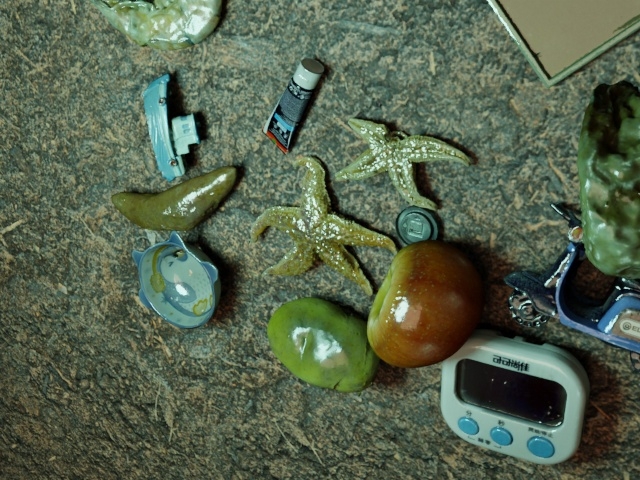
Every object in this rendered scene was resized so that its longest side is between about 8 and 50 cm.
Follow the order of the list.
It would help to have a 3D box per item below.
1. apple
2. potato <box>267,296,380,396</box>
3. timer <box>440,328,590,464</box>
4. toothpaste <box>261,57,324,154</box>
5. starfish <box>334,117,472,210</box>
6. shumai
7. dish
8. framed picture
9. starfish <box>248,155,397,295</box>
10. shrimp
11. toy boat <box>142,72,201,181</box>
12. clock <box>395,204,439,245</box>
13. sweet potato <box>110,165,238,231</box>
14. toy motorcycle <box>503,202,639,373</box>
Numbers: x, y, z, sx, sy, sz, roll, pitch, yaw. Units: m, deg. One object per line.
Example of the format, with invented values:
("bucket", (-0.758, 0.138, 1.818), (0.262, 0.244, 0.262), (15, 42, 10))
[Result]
("apple", (0.187, 0.119, 1.426), (0.173, 0.210, 0.234), (21, 132, -6))
("potato", (0.008, 0.203, 1.609), (0.248, 0.143, 0.169), (20, 82, 27))
("timer", (0.351, 0.280, 1.469), (0.262, 0.087, 0.237), (12, 118, 25))
("toothpaste", (-0.054, -0.250, 1.497), (0.071, 0.045, 0.193), (45, 133, 16))
("starfish", (0.138, -0.131, 1.432), (0.248, 0.050, 0.138), (22, 123, 24))
("shumai", (0.503, -0.086, 1.065), (0.289, 0.330, 0.291), (4, 123, 28))
("dish", (-0.290, 0.071, 1.756), (0.236, 0.086, 0.227), (4, 113, 30))
("framed picture", (0.344, -0.419, 1.193), (0.240, 0.020, 0.324), (-34, 92, 37))
("starfish", (-0.002, 0.002, 1.570), (0.302, 0.060, 0.299), (29, 121, 16))
("shrimp", (-0.339, -0.496, 1.535), (0.360, 0.085, 0.246), (22, 112, 17))
("toy boat", (-0.290, -0.229, 1.632), (0.102, 0.088, 0.215), (-11, 108, -2))
("clock", (0.177, -0.024, 1.476), (0.085, 0.017, 0.085), (13, 118, 25))
("sweet potato", (-0.300, -0.073, 1.691), (0.342, 0.092, 0.114), (-10, 89, 33))
("toy motorcycle", (0.475, 0.084, 1.291), (0.359, 0.125, 0.212), (19, 112, 20))
